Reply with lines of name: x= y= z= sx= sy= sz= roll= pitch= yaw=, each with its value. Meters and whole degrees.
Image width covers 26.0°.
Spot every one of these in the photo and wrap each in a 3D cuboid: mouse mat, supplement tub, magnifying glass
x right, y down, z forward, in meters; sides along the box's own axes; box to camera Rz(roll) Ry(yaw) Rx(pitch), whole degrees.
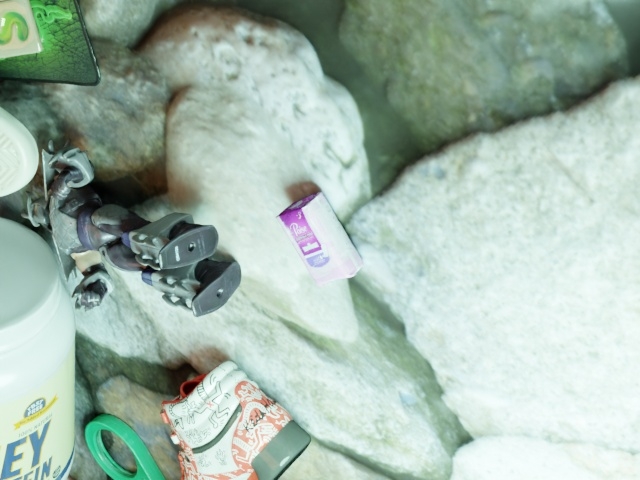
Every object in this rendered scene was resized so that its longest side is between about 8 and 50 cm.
mouse mat: x=-0.308 y=-0.231 z=1.422 sx=0.189 sy=0.007 sz=0.153 roll=9 pitch=124 yaw=39
supplement tub: x=-0.404 y=0.155 z=1.616 sx=0.235 sy=0.235 sz=0.325 roll=30 pitch=136 yaw=23
magnifying glass: x=-0.204 y=0.305 z=1.709 sx=0.231 sy=0.026 sz=0.092 roll=46 pitch=139 yaw=10

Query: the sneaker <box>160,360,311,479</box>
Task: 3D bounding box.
sneaker: x=-0.122 y=0.237 z=1.534 sx=0.145 sy=0.090 sz=0.270 roll=45 pitch=136 yaw=8

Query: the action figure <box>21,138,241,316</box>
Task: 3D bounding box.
action figure: x=-0.220 y=-0.007 z=1.439 sx=0.285 sy=0.099 sz=0.185 roll=17 pitch=134 yaw=38

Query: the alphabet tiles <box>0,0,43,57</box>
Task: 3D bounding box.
alphabet tiles: x=-0.413 y=-0.298 z=1.330 sx=0.342 sy=0.011 sz=0.285 roll=-7 pitch=117 yaw=11

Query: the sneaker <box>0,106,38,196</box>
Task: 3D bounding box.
sneaker: x=-0.448 y=-0.154 z=1.506 sx=0.350 sy=0.148 sz=0.131 roll=21 pitch=117 yaw=9

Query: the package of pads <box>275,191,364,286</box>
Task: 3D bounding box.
package of pads: x=0.000 y=0.000 z=1.289 sx=0.050 sy=0.032 sz=0.083 roll=-21 pitch=104 yaw=45
